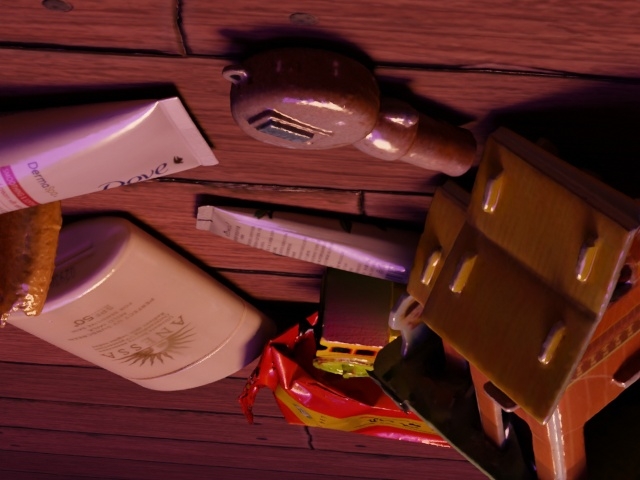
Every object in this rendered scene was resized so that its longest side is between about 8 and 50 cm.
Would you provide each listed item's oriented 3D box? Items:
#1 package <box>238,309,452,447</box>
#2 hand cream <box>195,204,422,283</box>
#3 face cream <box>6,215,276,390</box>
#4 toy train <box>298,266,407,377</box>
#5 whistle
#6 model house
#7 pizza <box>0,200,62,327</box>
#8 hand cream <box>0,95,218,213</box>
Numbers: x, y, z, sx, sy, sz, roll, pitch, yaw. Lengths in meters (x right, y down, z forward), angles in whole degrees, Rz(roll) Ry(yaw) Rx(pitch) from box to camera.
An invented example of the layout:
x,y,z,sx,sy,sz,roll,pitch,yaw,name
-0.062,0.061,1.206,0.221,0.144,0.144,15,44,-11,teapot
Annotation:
x,y,z,sx,sy,sz,roll,pitch,yaw,name
0.118,0.170,1.755,0.423,0.123,0.196,8,160,-7,package
0.000,0.000,1.394,0.234,0.050,0.080,11,163,-3,hand cream
-0.188,0.078,1.580,0.173,0.081,0.348,-25,153,12,face cream
0.128,0.098,1.564,0.296,0.100,0.160,6,161,-5,toy train
0.022,-0.087,1.087,0.220,0.057,0.107,15,159,-35,whistle
0.230,0.006,1.231,0.300,0.340,0.324,40,157,37,model house
-0.291,-0.013,1.344,0.069,0.154,0.194,-4,-166,-41,pizza
-0.213,-0.067,1.200,0.247,0.083,0.133,-8,162,10,hand cream
